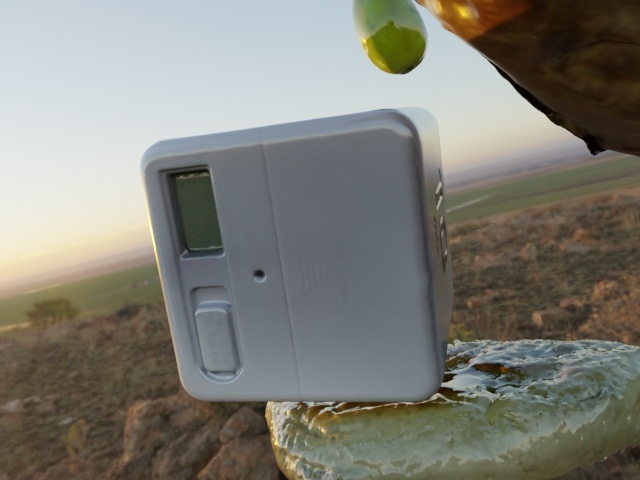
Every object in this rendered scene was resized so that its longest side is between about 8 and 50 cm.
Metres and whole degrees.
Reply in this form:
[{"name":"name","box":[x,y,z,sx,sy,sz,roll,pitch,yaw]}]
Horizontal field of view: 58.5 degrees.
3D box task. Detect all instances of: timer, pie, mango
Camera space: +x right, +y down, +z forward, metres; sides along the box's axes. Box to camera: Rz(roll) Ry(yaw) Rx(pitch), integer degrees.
[{"name":"timer","box":[0.000,0.000,0.461,0.194,0.192,0.195,-4,12,17]},{"name":"pie","box":[0.112,0.132,0.484,0.338,0.075,0.337,-8,-3,0]},{"name":"mango","box":[0.096,-0.298,0.784,0.089,0.163,0.117,-27,-44,28]}]

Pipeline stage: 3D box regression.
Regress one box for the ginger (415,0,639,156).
[{"name":"ginger","box":[0.147,-0.211,0.318,0.418,0.254,0.176,31,-5,-21]}]
